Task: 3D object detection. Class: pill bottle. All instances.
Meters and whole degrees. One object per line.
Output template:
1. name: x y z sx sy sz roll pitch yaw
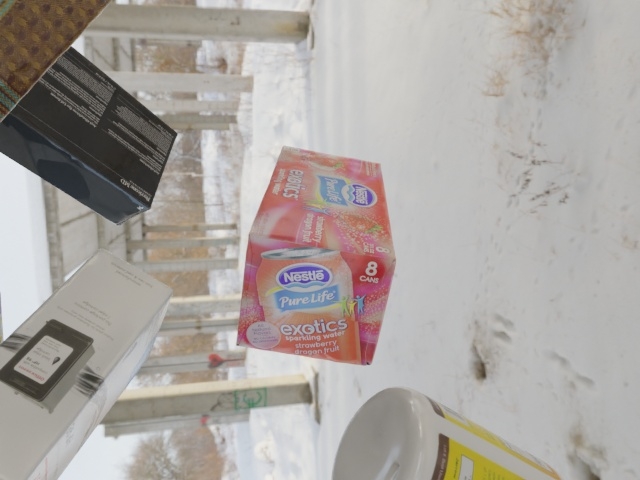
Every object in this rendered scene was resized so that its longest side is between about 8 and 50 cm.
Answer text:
1. pill bottle: 0.123 0.215 0.431 0.117 0.215 0.117 -50 18 24

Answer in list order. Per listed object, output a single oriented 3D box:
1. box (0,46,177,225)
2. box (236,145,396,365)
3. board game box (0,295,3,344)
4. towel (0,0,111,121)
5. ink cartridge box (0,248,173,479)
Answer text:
1. box: -0.384 -0.175 0.858 0.103 0.261 0.184 -22 45 31
2. box: 0.000 0.000 0.661 0.300 0.154 0.142 -82 2 -63
3. board game box: -0.551 0.179 0.663 0.275 0.144 0.142 -83 10 -59
4. towel: -0.287 -0.198 0.272 0.271 0.040 0.370 -57 -22 -16
5. ink cartridge box: -0.172 0.103 0.324 0.104 0.060 0.180 -56 3 45
